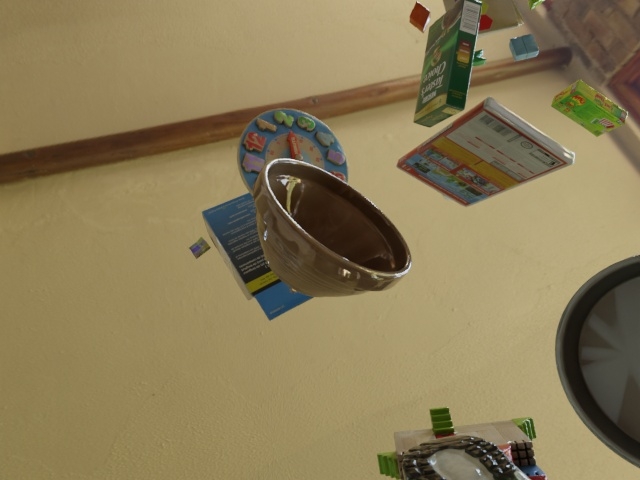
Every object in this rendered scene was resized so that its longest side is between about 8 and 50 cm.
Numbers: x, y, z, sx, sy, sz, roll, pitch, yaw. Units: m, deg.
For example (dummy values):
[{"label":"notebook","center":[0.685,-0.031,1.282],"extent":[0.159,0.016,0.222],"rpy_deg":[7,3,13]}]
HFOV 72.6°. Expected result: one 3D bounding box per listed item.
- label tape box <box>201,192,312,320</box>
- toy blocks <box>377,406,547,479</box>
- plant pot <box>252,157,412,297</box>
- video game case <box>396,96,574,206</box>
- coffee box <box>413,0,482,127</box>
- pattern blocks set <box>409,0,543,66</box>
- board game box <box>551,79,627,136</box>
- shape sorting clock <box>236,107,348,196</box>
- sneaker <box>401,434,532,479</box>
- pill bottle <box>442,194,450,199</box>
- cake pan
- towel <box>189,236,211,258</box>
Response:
[{"label":"label tape box","center":[-0.099,0.027,1.043],"extent":[0.241,0.106,0.333],"rpy_deg":[-26,-118,-20]},{"label":"toy blocks","center":[0.314,0.492,0.937],"extent":[0.382,0.261,0.190],"rpy_deg":[-9,-96,6]},{"label":"plant pot","center":[0.000,0.000,0.602],"extent":[0.237,0.109,0.237],"rpy_deg":[27,-152,-16]},{"label":"video game case","center":[0.310,-0.158,0.871],"extent":[0.204,0.285,0.025],"rpy_deg":[27,-111,-15]},{"label":"coffee box","center":[0.213,-0.297,0.741],"extent":[0.041,0.113,0.184],"rpy_deg":[11,-92,-15]},{"label":"pattern blocks set","center":[0.335,-0.512,0.937],"extent":[0.286,0.026,0.324],"rpy_deg":[-2,-107,9]},{"label":"board game box","center":[0.783,-0.383,1.271],"extent":[0.181,0.092,0.043],"rpy_deg":[28,-110,-10]},{"label":"shape sorting clock","center":[-0.042,-0.136,0.757],"extent":[0.206,0.040,0.206],"rpy_deg":[6,-107,-19]},{"label":"sneaker","center":[0.243,0.380,0.470],"extent":[0.158,0.410,0.182],"rpy_deg":[-18,-81,-13]},{"label":"pill bottle","center":[0.359,-0.187,1.276],"extent":[0.078,0.078,0.137],"rpy_deg":[-15,-127,-13]},{"label":"cake pan","center":[0.472,0.159,0.566],"extent":[0.054,0.293,0.293],"rpy_deg":[18,-127,-47]},{"label":"towel","center":[-0.391,0.023,1.409],"extent":[0.060,0.009,0.083],"rpy_deg":[-41,-138,-9]}]
